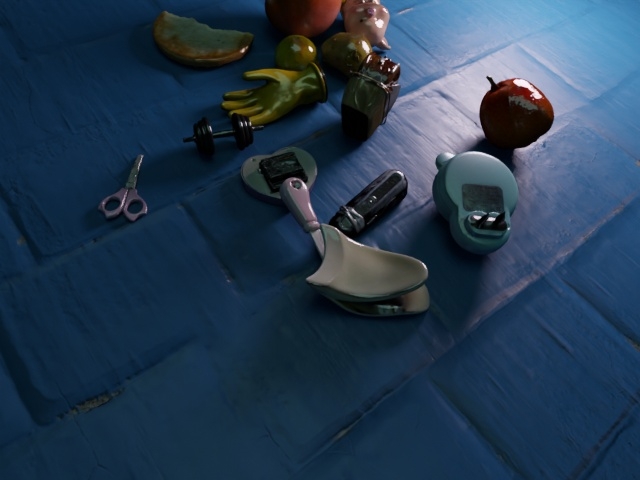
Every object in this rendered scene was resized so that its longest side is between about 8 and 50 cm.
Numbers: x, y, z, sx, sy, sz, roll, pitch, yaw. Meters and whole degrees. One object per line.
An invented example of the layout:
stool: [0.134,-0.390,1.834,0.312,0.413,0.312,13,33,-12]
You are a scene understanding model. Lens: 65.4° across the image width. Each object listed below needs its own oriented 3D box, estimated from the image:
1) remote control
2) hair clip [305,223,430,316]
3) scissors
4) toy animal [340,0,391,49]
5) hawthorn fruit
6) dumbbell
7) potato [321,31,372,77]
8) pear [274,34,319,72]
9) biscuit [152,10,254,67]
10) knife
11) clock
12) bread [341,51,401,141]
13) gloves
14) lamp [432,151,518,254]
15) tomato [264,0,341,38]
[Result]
remote control: [0.125,-0.094,1.244,0.090,0.066,0.266,39,59,21]
hair clip: [0.116,0.081,1.106,0.282,0.113,0.173,11,51,2]
scissors: [-0.461,-0.135,1.211,0.110,0.021,0.212,7,57,-7]
toy animal: [0.134,-0.738,1.633,0.165,0.149,0.248,-8,64,2]
hawthorn fruit: [0.529,-0.369,1.398,0.196,0.196,0.225,-43,101,-30]
dumbbell: [-0.250,-0.275,1.289,0.208,0.099,0.099,-14,60,-17]
potato: [0.083,-0.572,1.524,0.176,0.137,0.137,32,58,15]
pear: [-0.069,-0.563,1.509,0.141,0.104,0.141,3,60,-5]
biscuit: [-0.374,-0.603,1.524,0.308,0.040,0.205,15,55,2]
knife: [0.002,-0.001,1.166,0.081,0.043,0.336,-18,75,-38]
clock: [-0.095,-0.165,1.261,0.198,0.064,0.172,-19,60,-19]
bread: [0.130,-0.397,1.352,0.142,0.224,0.212,25,79,9]
gloves: [-0.136,-0.404,1.400,0.294,0.116,0.133,-20,54,-13]
lamp: [0.385,-0.098,1.235,0.209,0.147,0.284,4,48,-4]
tomato: [-0.053,-0.763,1.554,0.224,0.256,0.256,13,49,-39]
